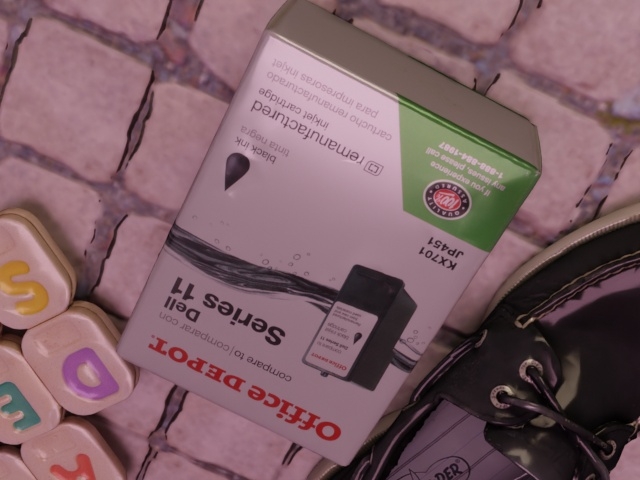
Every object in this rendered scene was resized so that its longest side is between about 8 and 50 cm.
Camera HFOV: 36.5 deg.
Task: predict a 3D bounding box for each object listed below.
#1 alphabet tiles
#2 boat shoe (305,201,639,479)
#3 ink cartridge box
[{"bbox_3d":[-0.265,0.091,0.626,0.284,0.021,0.278,-24,110,17],"label":"alphabet tiles"},{"bbox_3d":[0.108,0.114,0.552,0.340,0.113,0.127,-38,104,21],"label":"boat shoe"},{"bbox_3d":[0.000,0.000,0.529,0.153,0.087,0.208,26,116,-4],"label":"ink cartridge box"}]
